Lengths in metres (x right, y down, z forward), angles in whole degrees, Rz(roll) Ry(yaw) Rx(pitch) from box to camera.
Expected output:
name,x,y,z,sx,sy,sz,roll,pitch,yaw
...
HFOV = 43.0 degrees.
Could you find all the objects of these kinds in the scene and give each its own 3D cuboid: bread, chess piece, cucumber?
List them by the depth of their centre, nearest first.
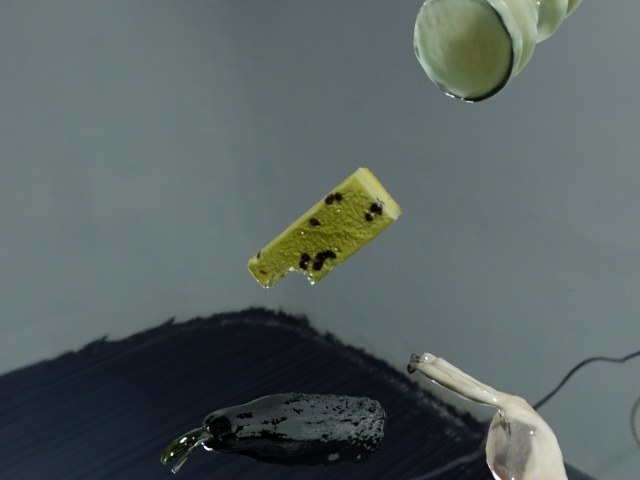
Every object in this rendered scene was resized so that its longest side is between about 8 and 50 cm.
name,x,y,z,sx,sy,sz,roll,pitch,yaw
cucumber,-0.018,0.096,0.420,0.039,0.163,0.043,26,92,36
chess piece,0.230,-0.270,0.950,0.133,0.243,0.133,30,140,29
bread,0.000,0.000,1.095,0.226,0.049,0.088,-40,95,27

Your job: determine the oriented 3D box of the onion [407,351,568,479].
name,x,y,z,sx,sy,sz,roll,pitch,yaw
onion,0.121,0.227,0.297,0.230,0.256,0.273,10,102,3
